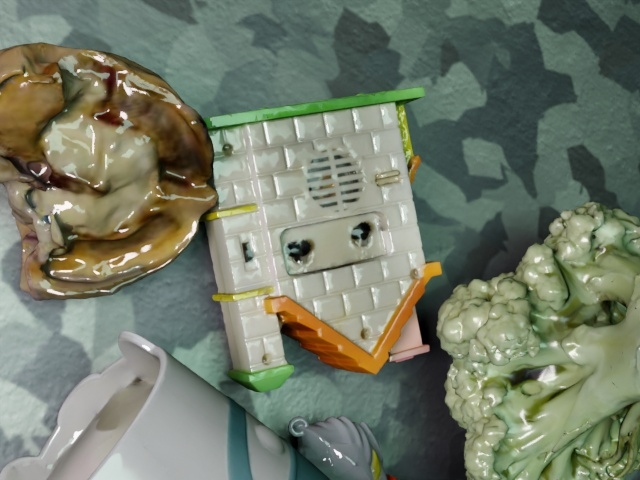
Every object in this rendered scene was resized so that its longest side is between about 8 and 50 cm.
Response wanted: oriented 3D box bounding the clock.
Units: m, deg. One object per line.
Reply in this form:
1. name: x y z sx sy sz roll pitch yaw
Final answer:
1. clock: 0.000 0.000 0.988 0.220 0.106 0.255 -11 92 -24

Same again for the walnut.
1. walnut: -0.200 -0.076 0.872 0.204 0.141 0.238 -28 134 -4

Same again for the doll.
1. doll: 0.032 0.225 0.985 0.094 0.079 0.180 -49 115 -22

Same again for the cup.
1. cup: -0.133 0.256 0.842 0.258 0.219 0.289 39 99 -15

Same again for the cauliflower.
1. cauliflower: 0.238 0.097 0.987 0.261 0.281 0.326 18 67 5
